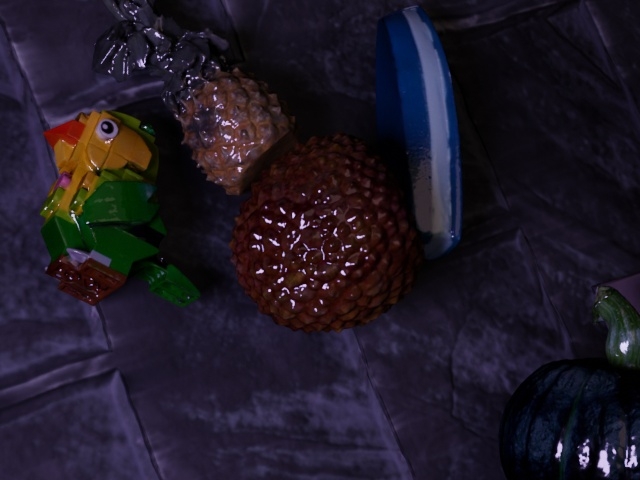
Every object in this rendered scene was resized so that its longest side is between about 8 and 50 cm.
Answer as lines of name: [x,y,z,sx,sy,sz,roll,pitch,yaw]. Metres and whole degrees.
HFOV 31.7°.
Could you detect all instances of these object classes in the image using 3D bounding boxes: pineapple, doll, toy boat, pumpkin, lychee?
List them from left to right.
doll: [-0.191,-0.030,1.041,0.134,0.106,0.186,-1,72,-32]
pineapple: [-0.130,-0.158,1.122,0.237,0.111,0.119,47,27,6]
lychee: [0.000,0.000,1.089,0.188,0.188,0.188,8,69,-23]
toy boat: [0.101,-0.127,1.224,0.062,0.096,0.299,2,69,-16]
pumpkin: [0.297,0.167,1.111,0.248,0.248,0.248,8,69,-23]

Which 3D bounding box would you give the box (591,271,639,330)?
box: [0.457,0.134,1.265,0.188,0.153,0.252,-13,79,-28]
